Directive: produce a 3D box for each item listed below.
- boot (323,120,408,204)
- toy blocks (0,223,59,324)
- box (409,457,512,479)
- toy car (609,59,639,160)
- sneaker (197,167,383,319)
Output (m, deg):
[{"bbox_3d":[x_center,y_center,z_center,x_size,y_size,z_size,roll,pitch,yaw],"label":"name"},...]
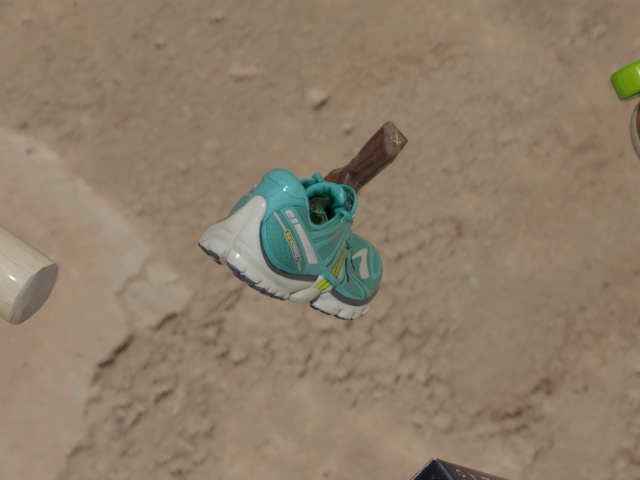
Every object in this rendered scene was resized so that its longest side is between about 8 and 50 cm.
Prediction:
[{"bbox_3d":[0.042,-0.060,1.640,0.037,0.106,0.114,33,127,-29],"label":"boot"},{"bbox_3d":[-0.351,0.055,0.807,0.260,0.288,0.309,33,94,14],"label":"toy blocks"},{"bbox_3d":[0.201,0.366,1.397,0.182,0.294,0.296,-49,50,15],"label":"box"},{"bbox_3d":[0.399,-0.132,1.537,0.188,0.149,0.155,-30,81,50],"label":"toy car"},{"bbox_3d":[0.000,0.000,1.442,0.107,0.275,0.110,38,98,21],"label":"sneaker"}]
